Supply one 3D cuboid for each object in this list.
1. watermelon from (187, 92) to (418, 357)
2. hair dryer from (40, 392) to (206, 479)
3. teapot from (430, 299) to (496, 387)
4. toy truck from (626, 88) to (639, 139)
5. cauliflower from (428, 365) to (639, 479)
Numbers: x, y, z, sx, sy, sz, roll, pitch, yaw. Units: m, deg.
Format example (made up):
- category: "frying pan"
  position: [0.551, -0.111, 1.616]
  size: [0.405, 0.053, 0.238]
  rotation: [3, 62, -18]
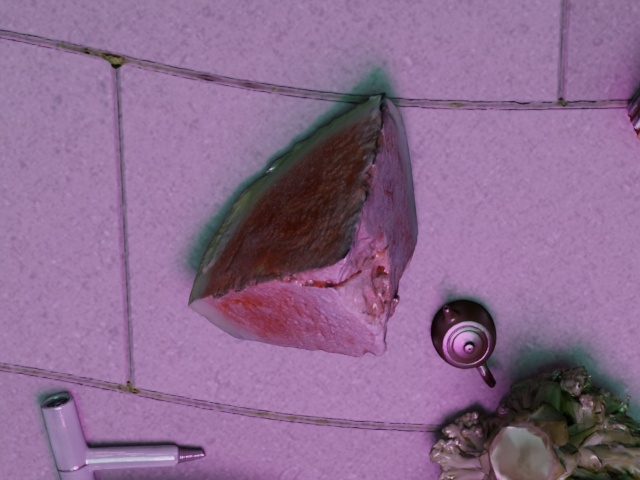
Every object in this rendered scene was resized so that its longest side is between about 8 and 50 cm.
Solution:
- category: "watermelon"
  position: [0.000, 0.000, 1.683]
  size: [0.310, 0.232, 0.193]
  rotation: [-38, 141, -7]
- category: "hair dryer"
  position: [-0.226, 0.242, 1.838]
  size: [0.183, 0.044, 0.154]
  rotation: [-14, 111, -3]
- category: "teapot"
  position: [0.172, 0.120, 1.796]
  size: [0.076, 0.068, 0.121]
  rotation: [-28, 107, 7]
- category: "toy truck"
  position: [0.504, -0.224, 1.647]
  size: [0.207, 0.173, 0.387]
  rotation: [34, 106, -3]
- category: "cauliflower"
  position: [0.248, 0.269, 1.742]
  size: [0.272, 0.275, 0.250]
  rotation: [-15, 149, 4]
